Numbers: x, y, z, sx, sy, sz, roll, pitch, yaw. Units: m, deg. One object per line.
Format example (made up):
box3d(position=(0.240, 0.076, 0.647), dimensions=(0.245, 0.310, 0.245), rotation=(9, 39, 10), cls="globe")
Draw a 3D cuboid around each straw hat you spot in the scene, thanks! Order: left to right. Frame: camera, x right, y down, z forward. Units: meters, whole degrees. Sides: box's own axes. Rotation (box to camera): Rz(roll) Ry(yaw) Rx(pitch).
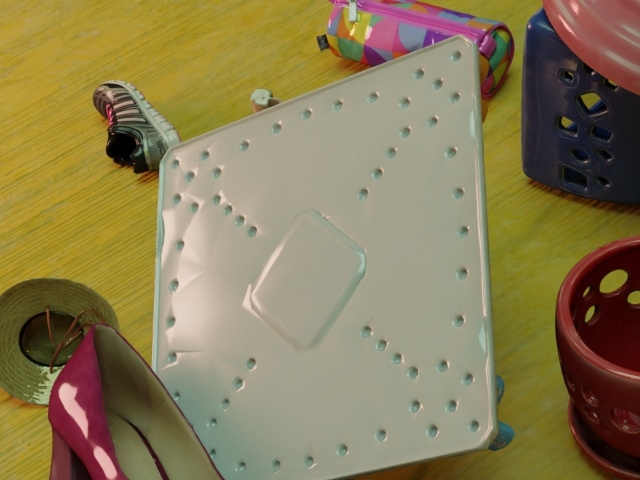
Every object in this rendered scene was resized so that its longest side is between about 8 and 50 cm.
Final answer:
box3d(position=(-0.282, 0.103, 1.717), dimensions=(0.144, 0.144, 0.061), rotation=(-15, 5, -4), cls="straw hat")

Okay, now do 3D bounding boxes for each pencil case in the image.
box3d(position=(0.115, -0.244, 1.972), dimensions=(0.236, 0.104, 0.104), rotation=(19, 51, 28), cls="pencil case")

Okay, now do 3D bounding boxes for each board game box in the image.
box3d(position=(0.001, 0.043, 1.521), dimensions=(0.390, 0.050, 0.390), rotation=(-18, 61, 35), cls="board game box")

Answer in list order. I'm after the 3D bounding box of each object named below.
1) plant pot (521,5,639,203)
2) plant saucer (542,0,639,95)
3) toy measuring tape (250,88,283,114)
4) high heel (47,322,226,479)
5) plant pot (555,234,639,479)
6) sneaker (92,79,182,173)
box3d(position=(0.367, -0.166, 1.747), dimensions=(0.212, 0.236, 0.236), rotation=(32, 57, 29), cls="plant pot")
box3d(position=(0.391, -0.272, 1.639), dimensions=(0.332, 0.084, 0.332), rotation=(1, 52, -2), cls="plant saucer")
box3d(position=(0.003, -0.019, 1.639), dimensions=(0.121, 0.121, 0.330), rotation=(-33, 63, -21), cls="toy measuring tape")
box3d(position=(-0.134, 0.182, 1.446), dimensions=(0.377, 0.127, 0.181), rotation=(8, 88, 47), cls="high heel")
box3d(position=(0.315, 0.116, 1.498), dimensions=(0.191, 0.174, 0.191), rotation=(-7, 43, 6), cls="plant pot")
box3d(position=(-0.236, -0.134, 1.956), dimensions=(0.075, 0.063, 0.170), rotation=(-29, 50, -26), cls="sneaker")
